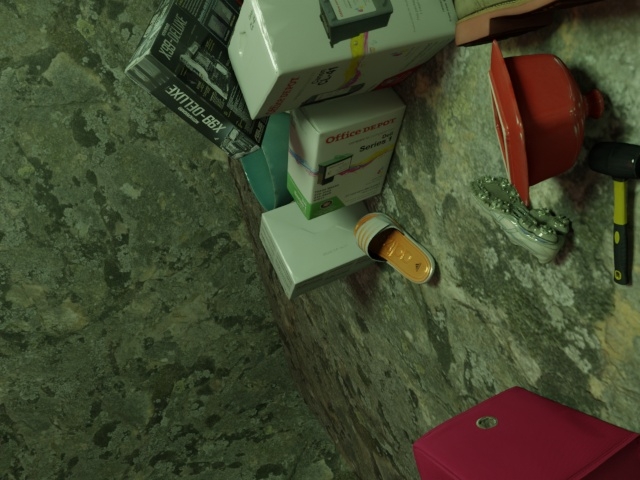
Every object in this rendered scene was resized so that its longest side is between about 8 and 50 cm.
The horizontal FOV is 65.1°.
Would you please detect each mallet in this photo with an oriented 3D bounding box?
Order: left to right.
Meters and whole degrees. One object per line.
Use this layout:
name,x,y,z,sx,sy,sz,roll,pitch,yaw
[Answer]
mallet,0.358,-0.032,0.614,0.062,0.039,0.190,41,151,53

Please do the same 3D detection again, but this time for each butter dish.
butter dish,0.274,-0.150,0.602,0.160,0.118,0.160,53,-149,-51

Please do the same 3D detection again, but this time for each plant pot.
plant pot,-0.103,-0.249,1.441,0.290,0.195,0.290,56,159,35

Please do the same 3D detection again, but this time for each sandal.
sandal,0.150,0.005,1.136,0.265,0.076,0.102,39,108,48

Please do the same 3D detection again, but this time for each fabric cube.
fabric cube,0.345,0.430,0.807,0.258,0.254,0.259,0,110,71

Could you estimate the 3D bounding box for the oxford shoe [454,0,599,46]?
oxford shoe,0.243,-0.300,0.510,0.348,0.122,0.130,-165,61,-67

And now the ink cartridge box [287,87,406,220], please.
ink cartridge box,0.044,-0.194,1.065,0.117,0.201,0.278,59,159,27

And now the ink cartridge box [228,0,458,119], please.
ink cartridge box,0.028,-0.315,0.805,0.131,0.306,0.226,71,163,-3

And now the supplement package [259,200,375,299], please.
supplement package,0.000,0.000,1.312,0.204,0.261,0.145,63,161,17

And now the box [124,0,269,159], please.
box,-0.178,-0.339,0.900,0.076,0.242,0.308,-14,54,39

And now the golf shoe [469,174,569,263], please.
golf shoe,0.290,-0.030,0.765,0.176,0.069,0.086,53,162,42
